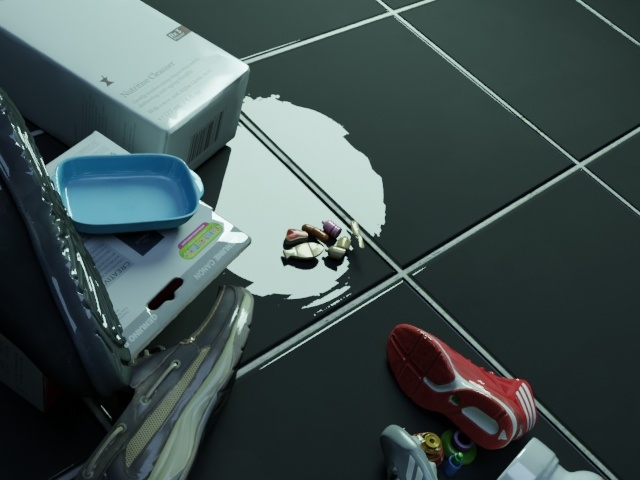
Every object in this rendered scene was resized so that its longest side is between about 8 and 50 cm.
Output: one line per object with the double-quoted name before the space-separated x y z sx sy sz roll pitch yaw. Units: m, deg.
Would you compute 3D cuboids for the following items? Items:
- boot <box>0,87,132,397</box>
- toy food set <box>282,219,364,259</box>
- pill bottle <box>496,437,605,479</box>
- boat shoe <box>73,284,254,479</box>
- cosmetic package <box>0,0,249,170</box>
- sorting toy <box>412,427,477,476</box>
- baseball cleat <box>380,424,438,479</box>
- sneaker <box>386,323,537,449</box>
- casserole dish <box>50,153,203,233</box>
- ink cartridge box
"boot" -0.452 0.088 0.876 0.445 0.146 0.367 -27 67 -7
"toy food set" 0.000 0.000 1.315 0.122 0.019 0.078 -3 50 -12
"pill bottle" 0.309 0.364 0.991 0.278 0.162 0.162 41 49 18
"boat shoe" -0.176 0.175 1.014 0.130 0.132 0.355 22 44 0
"cosmetic package" -0.327 -0.254 1.334 0.385 0.156 0.217 32 48 10
"sorting toy" 0.161 0.262 1.114 0.102 0.042 0.061 -6 52 -24
"baseball cleat" 0.100 0.313 1.028 0.109 0.072 0.206 -15 52 -22
"sneaker" 0.194 0.193 1.184 0.128 0.087 0.221 6 32 -50
"casserole dish" -0.239 -0.055 1.083 0.188 0.037 0.114 -4 52 -25
"ink cartridge box" -0.283 0.046 1.093 0.272 0.130 0.309 33 47 12
